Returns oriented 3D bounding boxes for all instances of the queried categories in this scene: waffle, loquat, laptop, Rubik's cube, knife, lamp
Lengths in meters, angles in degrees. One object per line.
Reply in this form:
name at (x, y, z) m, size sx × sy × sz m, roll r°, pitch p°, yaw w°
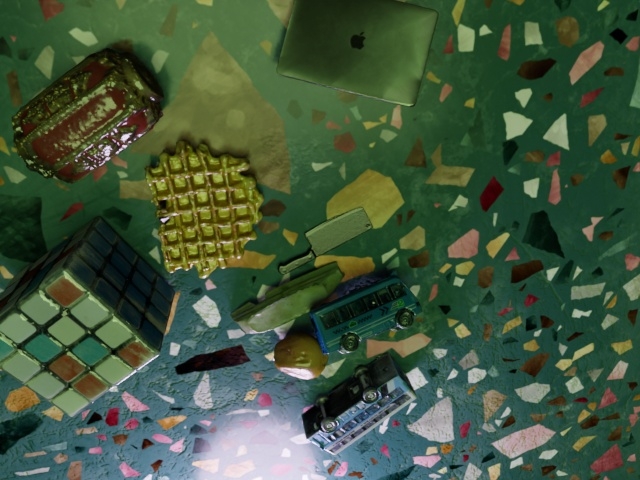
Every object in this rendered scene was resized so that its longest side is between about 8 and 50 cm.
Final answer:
waffle at (-0.261, -0.066, 1.164) m, size 0.283 × 0.065 × 0.309 m, roll 35°, pitch 104°, yaw -24°
loquat at (-0.050, 0.283, 1.338) m, size 0.137 × 0.137 × 0.113 m, roll 1°, pitch 81°, yaw -9°
laptop at (0.068, -0.367, 1.016) m, size 0.269 × 0.015 × 0.188 m, roll 14°, pitch 91°, yaw 2°
Rubik's cube at (-0.489, 0.152, 1.130) m, size 0.253 × 0.256 × 0.259 m, roll -34°, pitch 116°, yaw 9°
knife at (0.000, 0.000, 1.263) m, size 0.245 × 0.019 × 0.072 m, roll -29°, pitch 113°, yaw 3°
lamp at (-0.424, -0.226, 1.005) m, size 0.274 × 0.177 × 0.177 m, roll -34°, pitch 116°, yaw 6°

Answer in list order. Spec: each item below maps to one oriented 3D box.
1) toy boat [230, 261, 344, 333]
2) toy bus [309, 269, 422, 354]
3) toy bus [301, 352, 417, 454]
toy boat at (-0.076, 0.144, 1.300) m, size 0.293 × 0.055 × 0.093 m, roll -28°, pitch 120°, yaw 6°
toy bus at (0.103, 0.175, 1.277) m, size 0.246 × 0.113 × 0.134 m, roll -23°, pitch 80°, yaw -10°
toy bus at (0.100, 0.434, 1.445) m, size 0.297 × 0.106 × 0.131 m, roll -39°, pitch 119°, yaw 10°
